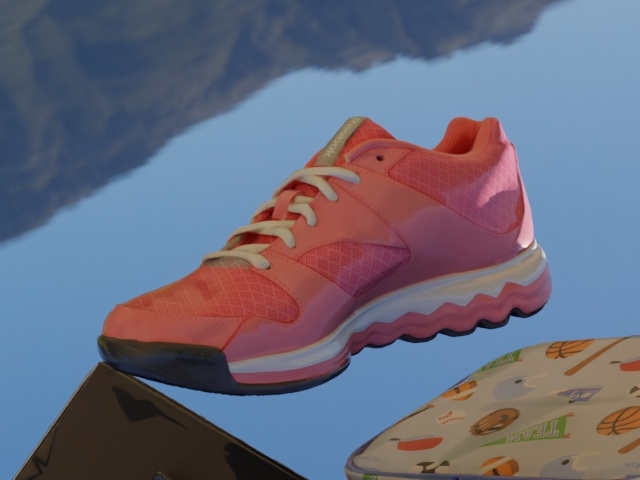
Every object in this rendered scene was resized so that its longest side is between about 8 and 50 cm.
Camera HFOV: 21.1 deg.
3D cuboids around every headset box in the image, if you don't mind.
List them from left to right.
[{"bbox_3d":[-0.048,0.226,1.118,0.246,0.283,0.131,27,-106,30],"label":"headset box"}]

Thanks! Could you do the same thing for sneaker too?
[{"bbox_3d":[0.000,0.000,0.998,0.313,0.136,0.116,-15,-167,-37],"label":"sneaker"}]

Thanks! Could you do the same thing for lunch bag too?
[{"bbox_3d":[0.173,0.159,1.189,0.303,0.115,0.243,-8,-164,44],"label":"lunch bag"}]
